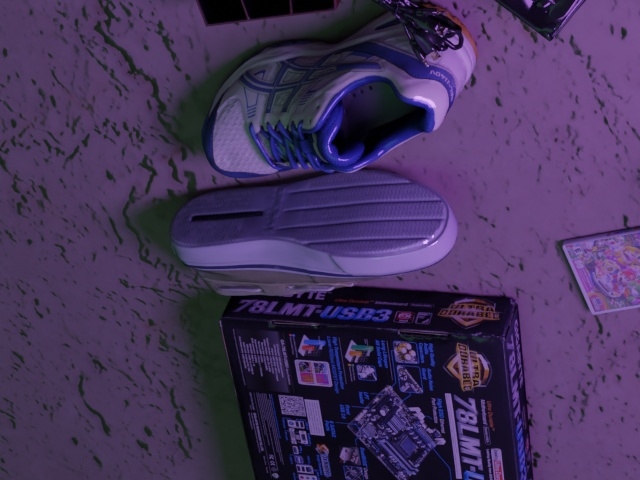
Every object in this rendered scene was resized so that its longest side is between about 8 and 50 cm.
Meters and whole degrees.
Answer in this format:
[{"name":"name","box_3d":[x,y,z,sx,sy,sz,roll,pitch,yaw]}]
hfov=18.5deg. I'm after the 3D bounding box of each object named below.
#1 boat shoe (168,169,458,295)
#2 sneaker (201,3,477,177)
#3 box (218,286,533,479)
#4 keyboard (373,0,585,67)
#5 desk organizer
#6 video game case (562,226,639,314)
[{"name":"boat shoe","box_3d":[0.000,0.000,1.876,0.302,0.109,0.094,1,144,30]},{"name":"sneaker","box_3d":[-0.003,-0.113,1.751,0.296,0.131,0.112,-24,119,35]},{"name":"box","box_3d":[0.065,0.181,2.005,0.293,0.073,0.296,2,128,17]},{"name":"keyboard","box_3d":[0.082,-0.275,1.621,0.317,0.033,0.201,36,105,-9]},{"name":"desk organizer","box_3d":[-0.044,-0.226,1.724,0.130,0.050,0.047,-5,126,23]},{"name":"video game case","box_3d":[0.298,0.026,1.835,0.122,0.011,0.087,-11,123,27]}]
